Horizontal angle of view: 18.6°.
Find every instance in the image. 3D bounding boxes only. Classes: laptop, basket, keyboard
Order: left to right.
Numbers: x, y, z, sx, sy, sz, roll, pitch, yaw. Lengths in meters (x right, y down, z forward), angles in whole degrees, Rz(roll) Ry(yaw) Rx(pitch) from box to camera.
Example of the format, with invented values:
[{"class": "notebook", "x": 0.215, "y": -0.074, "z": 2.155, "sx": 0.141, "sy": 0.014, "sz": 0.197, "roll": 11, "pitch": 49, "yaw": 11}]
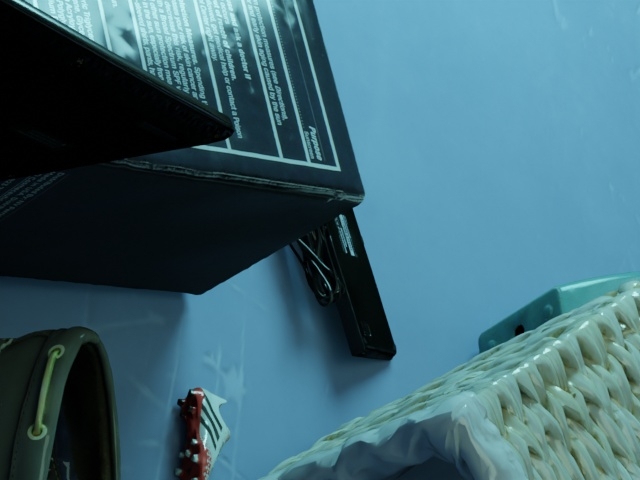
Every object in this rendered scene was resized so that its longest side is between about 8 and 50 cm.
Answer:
[{"class": "laptop", "x": -0.309, "y": -0.177, "z": 0.934, "sx": 0.382, "sy": 0.408, "sz": 0.236, "roll": 26, "pitch": 60, "yaw": -58}, {"class": "keyboard", "x": 0.000, "y": 0.000, "z": 1.461, "sx": 0.100, "sy": 0.038, "sz": 0.192, "roll": 20, "pitch": 49, "yaw": -64}, {"class": "basket", "x": 0.108, "y": 0.249, "z": 1.189, "sx": 0.266, "sy": 0.328, "sz": 0.331, "roll": -27, "pitch": 87, "yaw": -50}]

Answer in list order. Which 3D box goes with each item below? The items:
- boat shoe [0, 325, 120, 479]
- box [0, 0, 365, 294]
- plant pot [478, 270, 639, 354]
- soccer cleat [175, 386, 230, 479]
[{"class": "boat shoe", "x": -0.156, "y": 0.195, "z": 1.125, "sx": 0.109, "sy": 0.091, "sz": 0.305, "roll": 31, "pitch": 45, "yaw": -57}, {"class": "box", "x": -0.159, "y": -0.135, "z": 1.255, "sx": 0.294, "sy": 0.182, "sz": 0.296, "roll": 7, "pitch": 61, "yaw": -46}, {"class": "plant pot", "x": 0.251, "y": 0.120, "z": 1.533, "sx": 0.234, "sy": 0.165, "sz": 0.166, "roll": 10, "pitch": 60, "yaw": -31}, {"class": "soccer cleat", "x": -0.076, "y": 0.137, "z": 1.300, "sx": 0.035, "sy": 0.029, "sz": 0.083, "roll": 19, "pitch": 50, "yaw": -31}]
